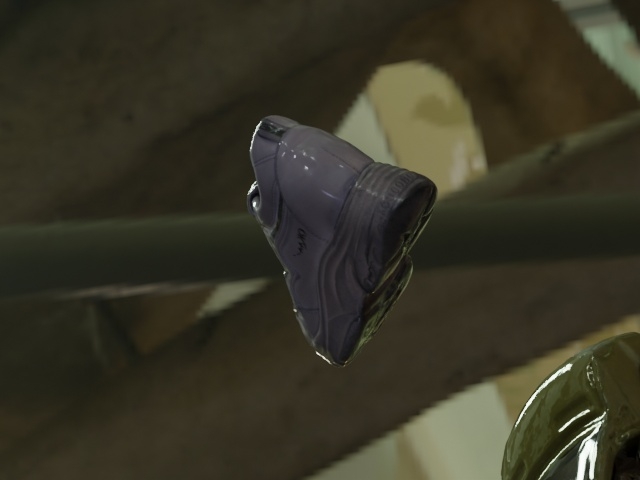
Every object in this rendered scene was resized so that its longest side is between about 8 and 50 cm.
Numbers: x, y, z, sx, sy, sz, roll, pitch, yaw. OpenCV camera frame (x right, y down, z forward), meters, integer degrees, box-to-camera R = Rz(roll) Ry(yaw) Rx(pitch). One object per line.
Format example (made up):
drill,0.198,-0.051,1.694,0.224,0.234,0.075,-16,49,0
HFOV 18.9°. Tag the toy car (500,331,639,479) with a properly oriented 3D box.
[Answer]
toy car,0.144,0.159,0.755,0.124,0.101,0.256,-11,-125,-39

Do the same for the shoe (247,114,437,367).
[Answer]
shoe,0.000,0.000,1.440,0.095,0.138,0.245,-47,-14,-27
